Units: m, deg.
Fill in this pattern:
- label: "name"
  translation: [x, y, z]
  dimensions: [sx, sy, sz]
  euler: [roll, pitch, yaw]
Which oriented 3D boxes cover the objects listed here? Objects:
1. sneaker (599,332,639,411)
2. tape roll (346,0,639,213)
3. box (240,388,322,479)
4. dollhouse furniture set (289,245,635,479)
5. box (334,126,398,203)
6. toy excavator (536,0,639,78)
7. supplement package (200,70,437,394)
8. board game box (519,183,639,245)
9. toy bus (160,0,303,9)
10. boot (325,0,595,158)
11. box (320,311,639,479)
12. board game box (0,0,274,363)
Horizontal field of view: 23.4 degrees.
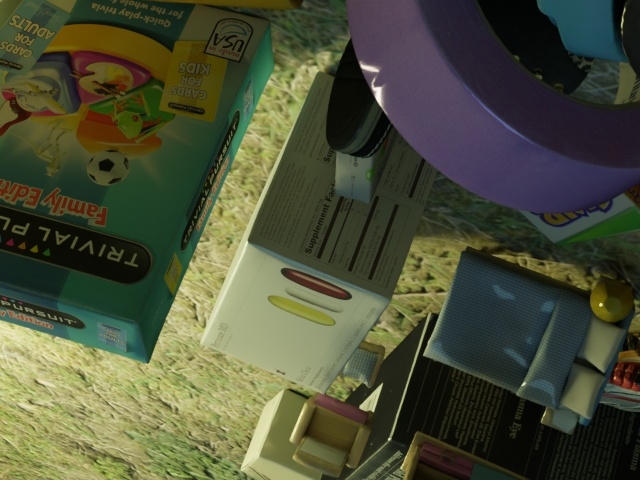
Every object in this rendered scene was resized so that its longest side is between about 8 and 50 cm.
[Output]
- label: "sneaker"
  translation: [0.315, 0.156, 1.722]
  dimensions: [0.225, 0.088, 0.092]
  euler: [2, 148, 31]
- label: "tape roll"
  translation: [0.159, -0.161, 1.084]
  dimensions: [0.275, 0.275, 0.090]
  euler: [29, 151, -14]
- label: "box"
  translation: [0.039, 0.319, 2.161]
  dimensions: [0.275, 0.113, 0.094]
  euler: [27, 152, -8]
- label: "dollhouse furniture set"
  translation: [0.145, 0.141, 1.589]
  dimensions: [0.286, 0.303, 0.198]
  euler: [23, -167, 5]
- label: "box"
  translation: [0.052, -0.140, 1.326]
  dimensions: [0.038, 0.145, 0.186]
  euler: [18, 151, 8]
- label: "toy excavator"
  translation: [0.089, -0.314, 0.929]
  dimensions: [0.445, 0.222, 0.433]
  euler: [10, 137, 25]
- label: "supplement package"
  translation: [0.000, 0.000, 1.538]
  dimensions: [0.145, 0.204, 0.262]
  euler: [23, 152, -3]
- label: "board game box"
  translation: [0.211, -0.072, 1.458]
  dimensions: [0.259, 0.039, 0.124]
  euler: [37, 148, -32]
- label: "toy bus"
  translation: [-0.162, -0.270, 1.256]
  dimensions: [0.333, 0.130, 0.108]
  euler: [8, 149, 23]
- label: "boot"
  translation: [0.120, -0.140, 1.201]
  dimensions: [0.179, 0.236, 0.085]
  euler: [30, 167, -25]
- label: "box"
  translation: [0.195, 0.279, 1.918]
  dimensions: [0.312, 0.179, 0.343]
  euler: [23, 152, -6]
- label: "board game box"
  translation: [-0.216, -0.080, 1.403]
  dimensions: [0.254, 0.336, 0.079]
  euler: [14, 150, 11]
